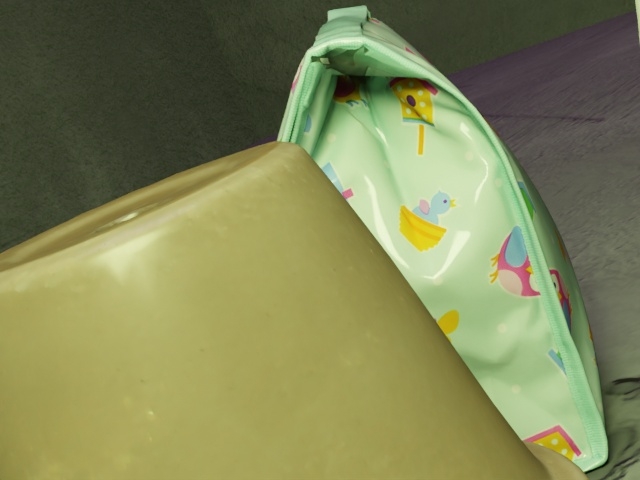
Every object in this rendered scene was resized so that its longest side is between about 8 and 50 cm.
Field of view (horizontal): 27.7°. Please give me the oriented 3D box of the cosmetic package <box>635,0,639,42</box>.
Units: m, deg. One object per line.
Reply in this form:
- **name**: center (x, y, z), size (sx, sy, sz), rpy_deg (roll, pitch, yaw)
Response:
- **cosmetic package**: center (0.341, -0.201, 0.501), size (0.327, 0.393, 0.329), rpy_deg (-5, -1, -29)

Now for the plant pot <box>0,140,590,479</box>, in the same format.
- **plant pot**: center (-0.030, 0.089, 0.526), size (0.263, 0.229, 0.263), rpy_deg (-22, 9, 4)

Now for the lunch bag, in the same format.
- **lunch bag**: center (0.050, -0.004, 0.741), size (0.160, 0.262, 0.223), rpy_deg (-22, 11, 9)
